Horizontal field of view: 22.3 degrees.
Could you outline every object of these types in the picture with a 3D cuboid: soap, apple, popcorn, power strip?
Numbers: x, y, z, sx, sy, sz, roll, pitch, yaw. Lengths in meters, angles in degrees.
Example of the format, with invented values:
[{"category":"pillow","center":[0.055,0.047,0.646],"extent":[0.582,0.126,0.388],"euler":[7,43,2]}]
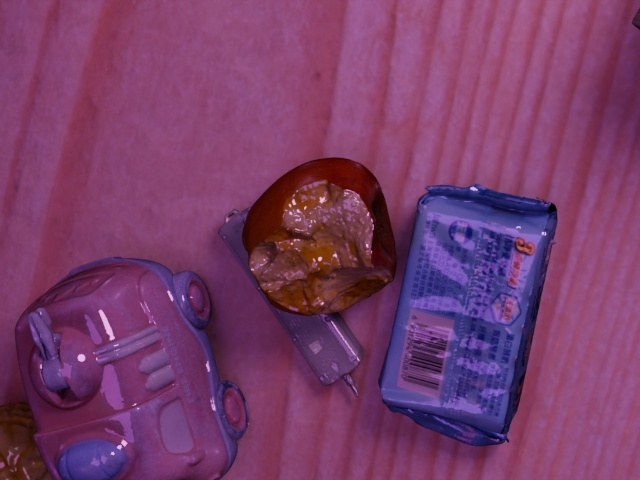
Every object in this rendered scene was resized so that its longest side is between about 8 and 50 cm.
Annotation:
[{"category":"soap","center":[0.156,0.076,1.734],"extent":[0.156,0.077,0.293],"euler":[16,106,15]},{"category":"apple","center":[-0.003,-0.003,1.740],"extent":[0.158,0.147,0.156],"euler":[-15,127,15]},{"category":"popcorn","center":[-0.358,0.277,1.928],"extent":[0.173,0.142,0.173],"euler":[20,135,21]},{"category":"power strip","center":[-0.026,0.070,1.824],"extent":[0.060,0.027,0.253],"euler":[-35,88,21]}]

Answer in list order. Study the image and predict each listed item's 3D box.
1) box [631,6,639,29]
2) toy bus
[{"category":"box","center":[0.420,-0.254,1.466],"extent":[0.149,0.155,0.231],"euler":[24,90,41]},{"category":"toy bus","center":[-0.229,0.171,1.806],"extent":[0.197,0.232,0.294],"euler":[-15,94,21]}]
